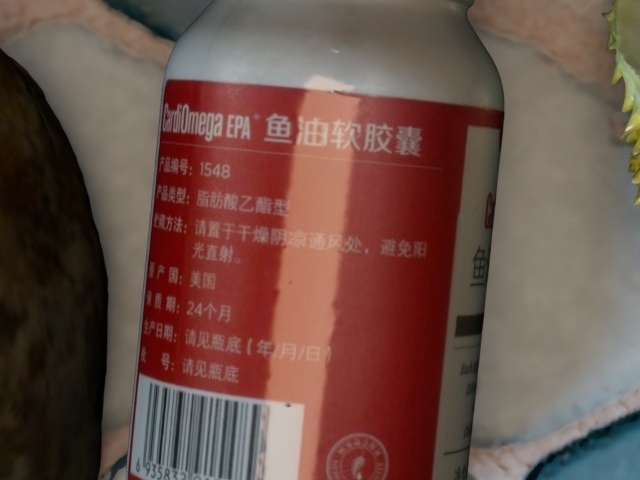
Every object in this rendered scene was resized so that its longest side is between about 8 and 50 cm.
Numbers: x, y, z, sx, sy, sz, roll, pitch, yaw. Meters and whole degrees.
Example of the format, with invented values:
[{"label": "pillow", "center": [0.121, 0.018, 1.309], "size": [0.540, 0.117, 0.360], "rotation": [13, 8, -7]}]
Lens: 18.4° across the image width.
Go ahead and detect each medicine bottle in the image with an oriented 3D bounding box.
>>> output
[{"label": "medicine bottle", "center": [0.000, 0.000, 0.748], "size": [0.131, 0.131, 0.250], "rotation": [6, 92, 4]}]

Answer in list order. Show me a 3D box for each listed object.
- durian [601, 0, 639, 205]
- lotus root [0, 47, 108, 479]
[{"label": "durian", "center": [0.185, -0.094, 0.729], "size": [0.144, 0.139, 0.252], "rotation": [33, 94, -2]}, {"label": "lotus root", "center": [-0.171, 0.067, 0.749], "size": [0.142, 0.210, 0.314], "rotation": [16, 107, 14]}]
